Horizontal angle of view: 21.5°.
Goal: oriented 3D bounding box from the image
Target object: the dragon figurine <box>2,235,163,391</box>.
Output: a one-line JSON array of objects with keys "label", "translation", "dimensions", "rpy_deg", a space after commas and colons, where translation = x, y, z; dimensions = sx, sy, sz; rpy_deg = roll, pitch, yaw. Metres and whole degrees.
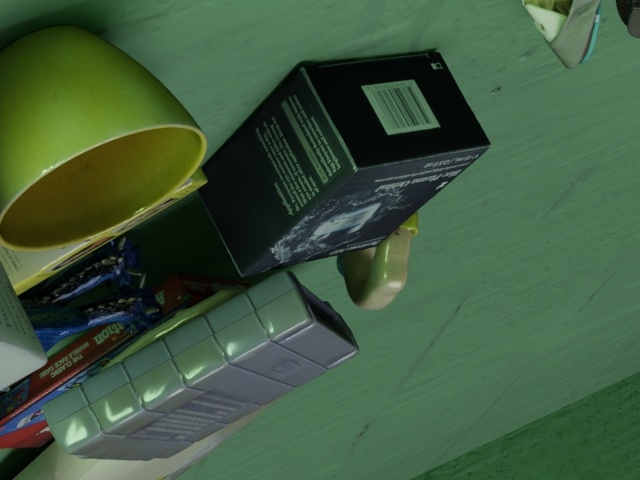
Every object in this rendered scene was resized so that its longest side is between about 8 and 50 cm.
[{"label": "dragon figurine", "translation": [-0.228, 0.050, 1.225], "dimensions": [0.144, 0.085, 0.289], "rpy_deg": [-35, 163, 21]}]

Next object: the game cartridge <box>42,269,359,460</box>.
[{"label": "game cartridge", "translation": [-0.094, 0.116, 1.454], "dimensions": [0.230, 0.068, 0.355], "rpy_deg": [-25, 170, 3]}]

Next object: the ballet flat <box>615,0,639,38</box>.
[{"label": "ballet flat", "translation": [0.259, -0.233, 1.238], "dimensions": [0.084, 0.058, 0.250], "rpy_deg": [-10, 157, -2]}]

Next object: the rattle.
[{"label": "rattle", "translation": [0.000, 0.000, 1.485], "dimensions": [0.143, 0.130, 0.200], "rpy_deg": [-12, -174, -17]}]

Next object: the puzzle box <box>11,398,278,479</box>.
[{"label": "puzzle box", "translation": [-0.227, 0.247, 1.837], "dimensions": [0.272, 0.052, 0.409], "rpy_deg": [-17, 163, -45]}]

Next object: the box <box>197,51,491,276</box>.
[{"label": "box", "translation": [0.016, -0.059, 1.284], "dimensions": [0.156, 0.093, 0.158], "rpy_deg": [-12, 158, -44]}]

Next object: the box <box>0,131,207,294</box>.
[{"label": "box", "translation": [-0.194, -0.015, 1.077], "dimensions": [0.232, 0.087, 0.058], "rpy_deg": [-31, 178, 7]}]

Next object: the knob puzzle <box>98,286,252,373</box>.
[{"label": "knob puzzle", "translation": [-0.115, 0.082, 1.511], "dimensions": [0.213, 0.030, 0.213], "rpy_deg": [-25, 163, -8]}]

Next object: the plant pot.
[{"label": "plant pot", "translation": [-0.147, -0.068, 0.982], "dimensions": [0.134, 0.095, 0.134], "rpy_deg": [-27, 164, -8]}]

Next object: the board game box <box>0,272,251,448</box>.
[{"label": "board game box", "translation": [-0.203, 0.117, 1.577], "dimensions": [0.281, 0.027, 0.145], "rpy_deg": [-34, 164, 18]}]

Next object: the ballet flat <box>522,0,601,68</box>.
[{"label": "ballet flat", "translation": [0.180, -0.193, 1.222], "dimensions": [0.068, 0.072, 0.213], "rpy_deg": [2, 158, -5]}]

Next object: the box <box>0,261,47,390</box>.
[{"label": "box", "translation": [-0.275, 0.025, 0.901], "dimensions": [0.182, 0.181, 0.119], "rpy_deg": [-30, 164, 6]}]
